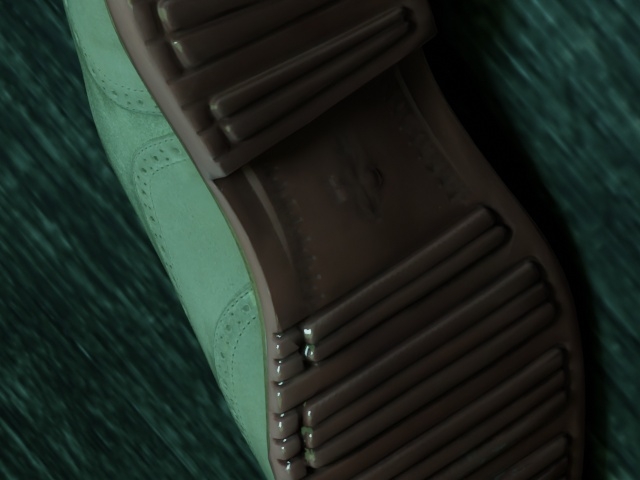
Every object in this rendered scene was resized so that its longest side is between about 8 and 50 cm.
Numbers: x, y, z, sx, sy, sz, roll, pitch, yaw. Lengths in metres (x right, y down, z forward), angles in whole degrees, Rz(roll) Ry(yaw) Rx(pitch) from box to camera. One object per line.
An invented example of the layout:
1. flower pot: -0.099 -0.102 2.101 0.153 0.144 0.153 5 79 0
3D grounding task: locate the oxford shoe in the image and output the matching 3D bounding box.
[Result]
1. oxford shoe: 0.000 0.000 0.717 0.130 0.123 0.348 27 139 58
